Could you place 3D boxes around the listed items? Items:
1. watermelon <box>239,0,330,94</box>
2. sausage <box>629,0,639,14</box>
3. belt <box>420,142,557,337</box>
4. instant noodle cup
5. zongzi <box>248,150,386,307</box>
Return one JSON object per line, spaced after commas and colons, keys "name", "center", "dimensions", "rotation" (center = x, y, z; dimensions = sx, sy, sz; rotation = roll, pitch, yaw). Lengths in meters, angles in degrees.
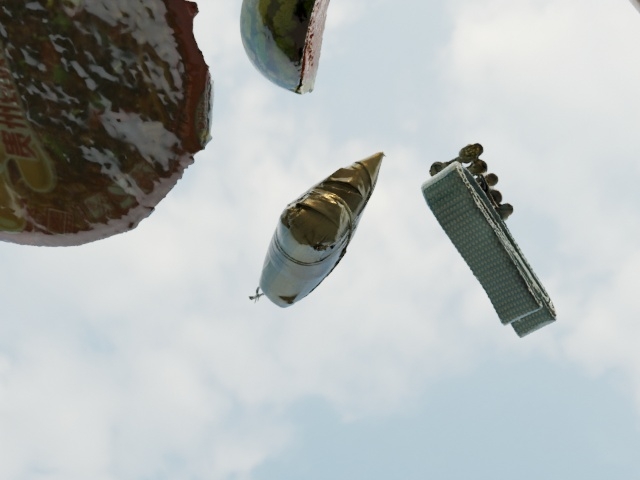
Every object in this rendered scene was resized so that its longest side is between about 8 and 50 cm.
{"name": "watermelon", "center": [-0.021, -0.197, 1.209], "dimensions": [0.087, 0.069, 0.163], "rotation": [-3, -59, -22]}
{"name": "sausage", "center": [0.277, -0.129, 0.832], "dimensions": [0.105, 0.105, 0.274], "rotation": [-30, -113, -11]}
{"name": "belt", "center": [0.161, 0.004, 1.272], "dimensions": [0.065, 0.100, 0.179], "rotation": [-28, -81, 20]}
{"name": "instant noodle cup", "center": [-0.177, -0.129, 0.755], "dimensions": [0.274, 0.274, 0.091], "rotation": [24, -137, 0]}
{"name": "zongzi", "center": [0.000, 0.000, 1.187], "dimensions": [0.062, 0.154, 0.130], "rotation": [36, -128, 10]}
